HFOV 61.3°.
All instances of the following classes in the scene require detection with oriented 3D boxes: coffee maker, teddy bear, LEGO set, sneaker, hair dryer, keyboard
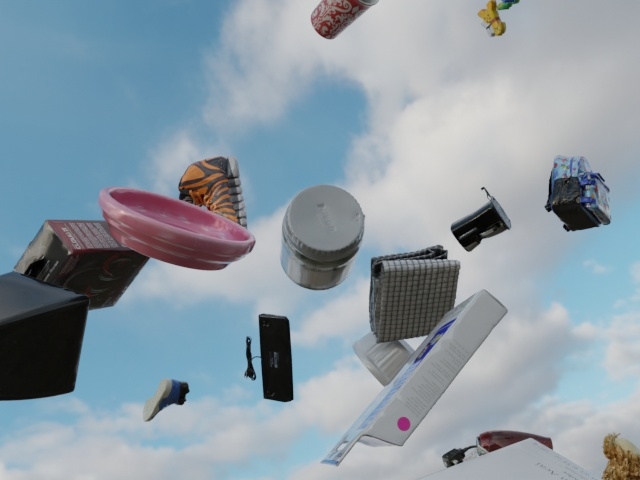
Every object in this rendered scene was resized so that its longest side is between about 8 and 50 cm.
[{"bbox_3d":[0.555,-0.070,1.912,0.178,0.171,0.120,-33,-19,29],"label":"coffee maker"},{"bbox_3d":[0.522,0.506,0.926,0.113,0.338,0.245,-15,-36,41],"label":"teddy bear"},{"bbox_3d":[0.498,-0.607,1.440,0.087,0.093,0.227,-16,-9,-24],"label":"LEGO set"},{"bbox_3d":[-0.391,0.414,1.386,0.085,0.058,0.152,19,-64,-36],"label":"sneaker"},{"bbox_3d":[0.476,0.563,1.357,0.294,0.224,0.080,-17,-67,-31],"label":"hair dryer"},{"bbox_3d":[-0.307,-0.088,1.537,0.180,0.321,0.124,-8,-24,-12],"label":"sneaker"},{"bbox_3d":[-0.186,0.413,1.911,0.202,0.317,0.033,2,9,25],"label":"keyboard"}]

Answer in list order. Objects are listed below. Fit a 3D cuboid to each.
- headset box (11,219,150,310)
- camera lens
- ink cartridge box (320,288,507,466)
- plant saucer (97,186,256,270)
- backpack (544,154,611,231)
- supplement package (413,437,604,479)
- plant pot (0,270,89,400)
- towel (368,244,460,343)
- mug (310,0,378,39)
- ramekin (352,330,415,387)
[{"bbox_3d":[-0.564,0.064,1.255,0.218,0.110,0.293,-49,-17,17],"label":"headset box"},{"bbox_3d":[0.000,0.000,1.488,0.219,0.219,0.274,-11,-24,-11],"label":"camera lens"},{"bbox_3d":[0.153,0.245,0.899,0.371,0.069,0.175,-42,-10,-20],"label":"ink cartridge box"},{"bbox_3d":[-0.305,-0.021,1.144,0.332,0.332,0.084,14,-79,-36],"label":"plant saucer"},{"bbox_3d":[0.630,-0.126,1.317,0.117,0.173,0.158,-10,-30,43],"label":"backpack"},{"bbox_3d":[0.174,0.334,0.510,0.293,0.177,0.175,1,-76,-38],"label":"supplement package"},{"bbox_3d":[-0.542,0.173,0.923,0.167,0.188,0.188,-11,-65,-71],"label":"plant pot"},{"bbox_3d":[0.258,0.151,1.553,0.235,0.121,0.283,-6,-57,-6],"label":"towel"},{"bbox_3d":[0.063,-0.618,1.397,0.113,0.150,0.169,33,-32,-21],"label":"mug"},{"bbox_3d":[0.236,0.383,1.701,0.127,0.273,0.273,-45,-41,3],"label":"ramekin"}]
